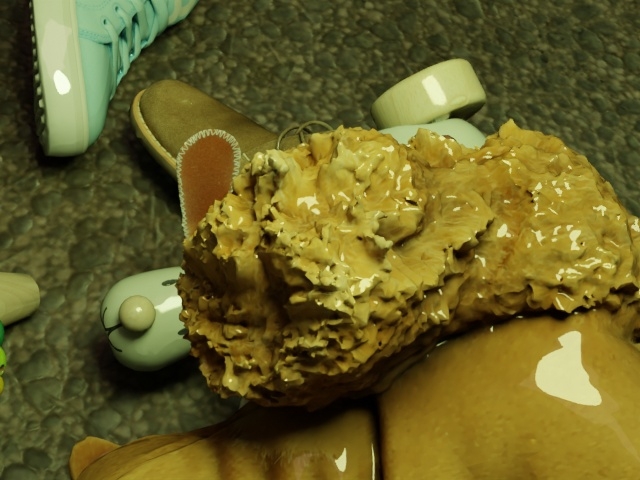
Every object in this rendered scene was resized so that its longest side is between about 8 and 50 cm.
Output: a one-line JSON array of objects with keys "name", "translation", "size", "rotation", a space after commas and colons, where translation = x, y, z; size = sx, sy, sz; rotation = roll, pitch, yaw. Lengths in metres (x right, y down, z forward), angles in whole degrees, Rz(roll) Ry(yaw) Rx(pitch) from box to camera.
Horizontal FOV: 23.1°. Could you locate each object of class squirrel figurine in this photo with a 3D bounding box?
[{"name": "squirrel figurine", "translation": [0.018, 0.113, 0.957], "size": [0.370, 0.397, 0.281], "rotation": [-6, 16, -4]}]

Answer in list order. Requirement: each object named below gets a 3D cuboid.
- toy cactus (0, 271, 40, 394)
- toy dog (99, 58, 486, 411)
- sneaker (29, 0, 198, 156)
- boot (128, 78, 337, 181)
[{"name": "toy cactus", "translation": [-0.280, 0.061, 1.137], "size": [0.219, 0.112, 0.180], "rotation": [8, 10, 38]}, {"name": "toy dog", "translation": [0.000, 0.000, 1.093], "size": [0.334, 0.161, 0.220], "rotation": [-46, 77, 0]}, {"name": "sneaker", "translation": [-0.170, -0.221, 1.361], "size": [0.150, 0.135, 0.366], "rotation": [2, 52, -4]}, {"name": "boot", "translation": [-0.019, -0.061, 1.257], "size": [0.305, 0.115, 0.112], "rotation": [34, 37, 16]}]
